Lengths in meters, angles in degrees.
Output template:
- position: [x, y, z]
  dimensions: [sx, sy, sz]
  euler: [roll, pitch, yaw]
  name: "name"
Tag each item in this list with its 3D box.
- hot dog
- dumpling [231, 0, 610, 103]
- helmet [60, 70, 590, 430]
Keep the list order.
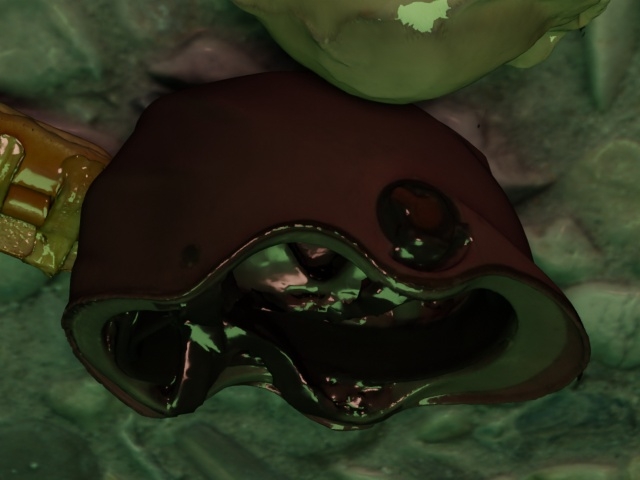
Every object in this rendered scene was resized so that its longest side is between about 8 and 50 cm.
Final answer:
- position: [-0.253, -0.053, 1.051]
  dimensions: [0.269, 0.072, 0.109]
  euler: [23, 125, -19]
  name: "hot dog"
- position: [0.058, -0.150, 0.923]
  dimensions: [0.258, 0.147, 0.193]
  euler: [4, 171, 28]
  name: "dumpling"
- position: [0.000, 0.000, 1.005]
  dimensions: [0.338, 0.197, 0.271]
  euler: [0, 153, -7]
  name: "helmet"
